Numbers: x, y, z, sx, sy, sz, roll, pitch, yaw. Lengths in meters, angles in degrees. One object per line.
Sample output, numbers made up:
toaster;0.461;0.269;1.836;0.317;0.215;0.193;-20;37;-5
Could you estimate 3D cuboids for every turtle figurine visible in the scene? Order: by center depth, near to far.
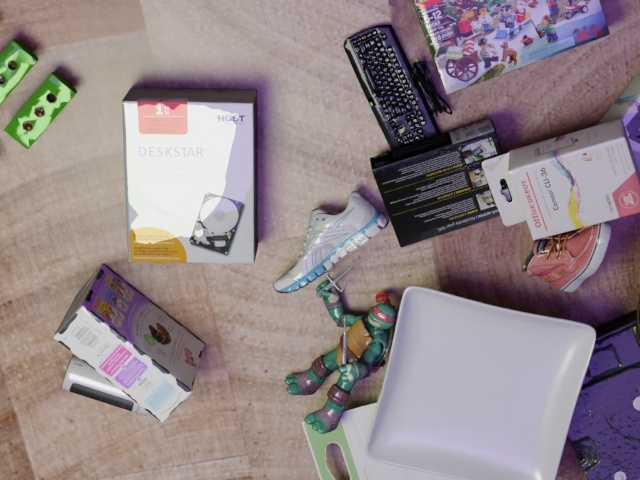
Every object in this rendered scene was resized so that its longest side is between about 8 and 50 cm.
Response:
turtle figurine;0.041;0.154;1.897;0.118;0.175;0.234;19;118;-24

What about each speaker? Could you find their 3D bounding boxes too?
speaker;-0.311;0.215;1.971;0.136;0.055;0.055;19;109;-6

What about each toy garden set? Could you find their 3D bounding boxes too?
toy garden set;-0.492;-0.214;1.832;0.244;0.049;0.204;41;104;-13

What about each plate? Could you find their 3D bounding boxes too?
plate;0.226;0.213;1.900;0.278;0.045;0.277;13;107;2

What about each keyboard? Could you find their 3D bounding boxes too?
keyboard;0.112;-0.206;1.823;0.100;0.038;0.192;-24;108;9

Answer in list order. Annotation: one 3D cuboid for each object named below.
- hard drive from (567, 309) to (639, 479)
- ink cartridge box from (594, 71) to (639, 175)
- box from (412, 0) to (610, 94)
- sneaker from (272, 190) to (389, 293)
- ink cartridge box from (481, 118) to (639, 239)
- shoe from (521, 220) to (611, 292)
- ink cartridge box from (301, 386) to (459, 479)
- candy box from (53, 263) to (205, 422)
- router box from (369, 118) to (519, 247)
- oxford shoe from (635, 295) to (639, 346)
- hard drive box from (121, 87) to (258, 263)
hard drive;0.509;0.208;1.924;0.339;0.064;0.237;-25;97;10
ink cartridge box;0.459;-0.150;1.814;0.127;0.072;0.175;35;107;-9
box;0.251;-0.311;1.778;0.233;0.044;0.159;-20;108;8
sneaker;0.000;0.000;1.889;0.190;0.071;0.083;-38;95;7
ink cartridge box;0.324;-0.075;1.779;0.198;0.067;0.115;-16;115;17
shoe;0.338;0.016;1.840;0.081;0.178;0.063;17;65;-2
ink cartridge box;0.108;0.305;1.992;0.235;0.056;0.171;-14;108;10
candy box;-0.267;0.144;1.886;0.196;0.165;0.070;40;106;-11
router box;0.173;-0.079;1.851;0.179;0.046;0.133;-17;118;7
oxford shoe;0.491;0.042;1.837;0.083;0.096;0.227;11;79;20
hard drive box;-0.178;-0.090;1.843;0.181;0.089;0.232;0;109;1
